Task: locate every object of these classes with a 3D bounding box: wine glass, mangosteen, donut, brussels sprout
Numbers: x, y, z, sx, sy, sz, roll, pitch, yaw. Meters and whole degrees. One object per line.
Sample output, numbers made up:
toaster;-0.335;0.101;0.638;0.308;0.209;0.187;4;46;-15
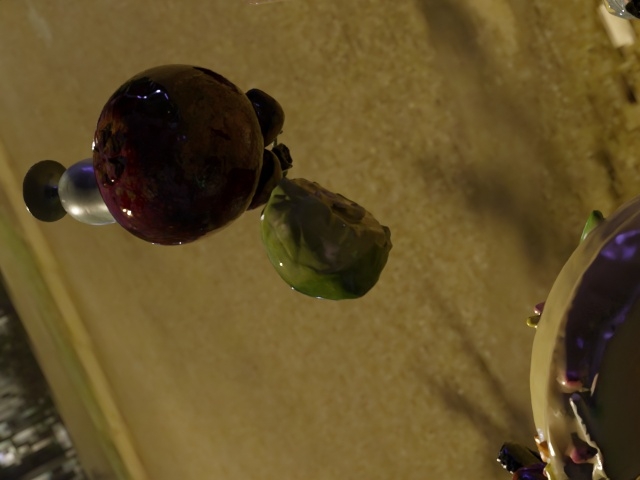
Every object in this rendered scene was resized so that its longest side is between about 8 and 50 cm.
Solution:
wine glass;-0.306;-0.067;1.820;0.202;0.093;0.093;4;122;42
mangosteen;-0.139;-0.104;1.590;0.215;0.257;0.215;16;110;51
donut;0.343;0.084;1.162;0.150;0.371;0.307;-153;64;-67
brussels sprout;-0.002;0.003;1.539;0.149;0.122;0.151;23;-175;-16

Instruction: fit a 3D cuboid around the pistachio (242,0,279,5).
pistachio;-0.008;-0.457;1.915;0.226;0.332;0.208;59;-166;-46

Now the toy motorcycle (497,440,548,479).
toy motorcycle;0.444;0.417;1.998;0.401;0.134;0.207;26;-166;5

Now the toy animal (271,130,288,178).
toy animal;-0.078;-0.126;1.917;0.217;0.041;0.075;-129;36;-63

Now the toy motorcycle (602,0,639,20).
toy motorcycle;0.354;-0.260;1.229;0.173;0.307;0.108;-49;46;41
